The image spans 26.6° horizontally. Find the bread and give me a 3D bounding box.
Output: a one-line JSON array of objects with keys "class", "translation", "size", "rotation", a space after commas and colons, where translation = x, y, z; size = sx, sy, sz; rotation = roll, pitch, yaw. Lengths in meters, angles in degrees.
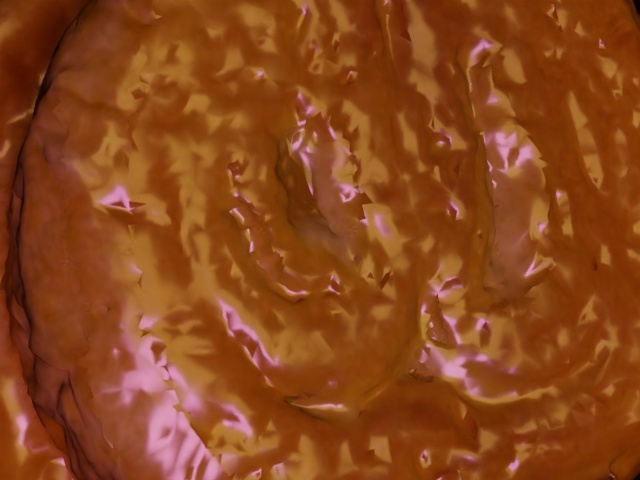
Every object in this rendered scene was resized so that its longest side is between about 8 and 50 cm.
[{"class": "bread", "translation": [0.000, 0.003, 0.378], "size": [0.236, 0.120, 0.198], "rotation": [-11, 85, -23]}]

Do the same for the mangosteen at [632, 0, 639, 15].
[{"class": "mangosteen", "translation": [0.200, -0.109, 0.440], "size": [0.257, 0.215, 0.215], "rotation": [15, 71, -53]}]
